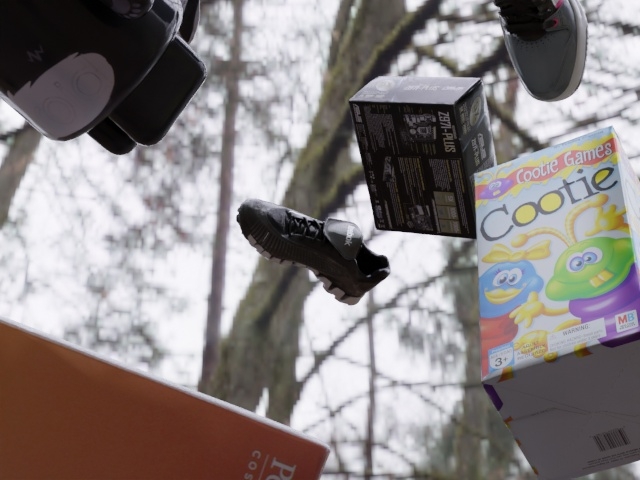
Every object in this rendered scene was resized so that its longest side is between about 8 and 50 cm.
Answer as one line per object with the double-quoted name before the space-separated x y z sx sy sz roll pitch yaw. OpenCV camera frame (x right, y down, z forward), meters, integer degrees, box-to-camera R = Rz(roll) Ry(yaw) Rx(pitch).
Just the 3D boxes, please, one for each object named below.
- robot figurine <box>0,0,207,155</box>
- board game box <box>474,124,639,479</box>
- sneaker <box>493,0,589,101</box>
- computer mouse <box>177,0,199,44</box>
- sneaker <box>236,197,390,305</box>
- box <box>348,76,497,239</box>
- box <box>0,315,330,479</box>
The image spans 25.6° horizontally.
"robot figurine" -0.229 -0.199 1.199 0.209 0.173 0.278 -38 -67 23
"board game box" 0.227 0.051 1.230 0.144 0.275 0.142 -20 -55 19
"sneaker" 0.211 -0.294 1.584 0.124 0.178 0.295 -8 -83 40
"computer mouse" -0.159 -0.294 1.535 0.042 0.106 0.193 -23 -41 -36
"sneaker" 0.000 0.000 1.828 0.234 0.078 0.106 33 -42 -30
"box" 0.129 -0.102 1.699 0.147 0.077 0.180 5 -59 34
"box" -0.103 0.091 0.428 0.170 0.130 0.091 21 -11 -8
